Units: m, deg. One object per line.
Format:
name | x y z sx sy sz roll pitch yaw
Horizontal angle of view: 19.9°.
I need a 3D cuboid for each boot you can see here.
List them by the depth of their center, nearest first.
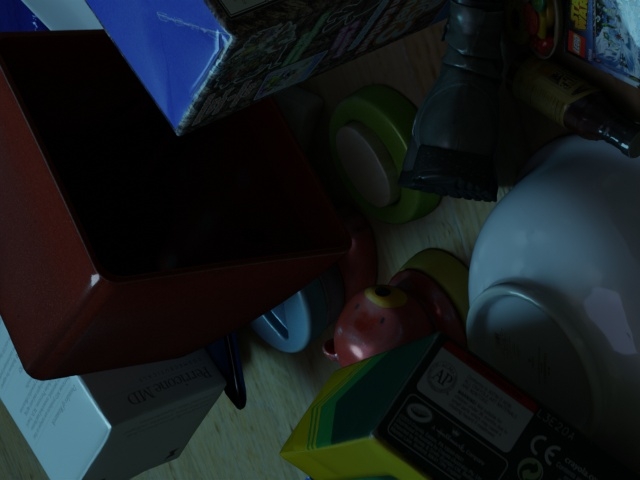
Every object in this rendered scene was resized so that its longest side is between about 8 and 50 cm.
boot | 0.119 -0.117 1.479 0.246 0.083 0.161 83 -163 -89

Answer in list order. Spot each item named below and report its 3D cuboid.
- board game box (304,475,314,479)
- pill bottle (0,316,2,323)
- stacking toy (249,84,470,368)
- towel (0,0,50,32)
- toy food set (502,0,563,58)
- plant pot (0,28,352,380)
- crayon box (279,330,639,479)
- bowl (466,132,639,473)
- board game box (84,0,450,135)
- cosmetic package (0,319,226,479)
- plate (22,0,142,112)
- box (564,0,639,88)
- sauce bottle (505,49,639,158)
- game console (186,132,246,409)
board game box | 0.098 0.230 1.666 0.136 0.201 0.035 55 149 14
pill bottle | -0.357 0.165 2.403 0.169 0.094 0.094 52 148 18
stacking toy | 0.000 0.000 1.706 0.309 0.130 0.279 16 126 51
towel | -0.338 -0.315 2.034 0.227 0.076 0.308 42 144 43
toy food set | 0.163 -0.181 1.405 0.083 0.020 0.082 -120 23 -52
plant pot | -0.179 -0.016 1.664 0.236 0.267 0.267 -53 56 42
crayon box | 0.169 0.227 1.447 0.363 0.106 0.313 36 166 -6
bowl | 0.212 0.074 1.443 0.298 0.134 0.298 35 139 37
board game box | -0.038 -0.253 1.407 0.232 0.291 0.141 56 147 12
cosmetic package | -0.223 0.137 1.855 0.183 0.151 0.151 53 137 20
plate | -0.233 -0.302 1.727 0.278 0.045 0.277 44 147 26
box | 0.223 -0.183 1.328 0.094 0.027 0.137 34 139 38
sauce bottle | 0.201 -0.104 1.412 0.128 0.042 0.042 36 140 34
game console | -0.189 0.027 1.914 0.250 0.173 0.293 -6 100 19
